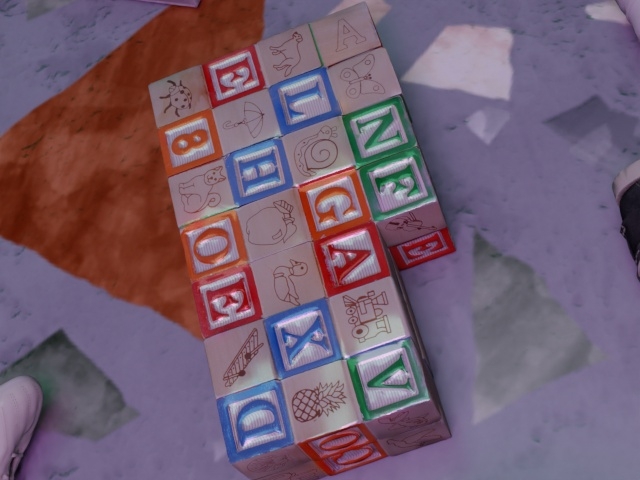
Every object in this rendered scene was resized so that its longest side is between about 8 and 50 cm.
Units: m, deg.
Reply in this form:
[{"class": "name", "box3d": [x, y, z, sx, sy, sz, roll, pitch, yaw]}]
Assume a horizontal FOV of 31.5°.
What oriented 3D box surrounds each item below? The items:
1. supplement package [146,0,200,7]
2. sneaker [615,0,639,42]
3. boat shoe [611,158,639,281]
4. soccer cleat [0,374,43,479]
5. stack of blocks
[{"class": "supplement package", "box3d": [-0.169, -0.354, 0.963, 0.204, 0.145, 0.261, 12, 69, 22]}, {"class": "sneaker", "box3d": [0.353, -0.169, 0.722, 0.293, 0.108, 0.169, -32, 60, 26]}, {"class": "boat shoe", "box3d": [0.271, -0.039, 0.660, 0.233, 0.084, 0.079, -36, 44, 49]}, {"class": "soccer cleat", "box3d": [-0.240, 0.184, 0.773, 0.076, 0.068, 0.196, 32, 84, 22]}, {"class": "stack of blocks", "box3d": [0.000, 0.000, 0.773, 0.171, 0.087, 0.297, -19, 61, 7]}]
